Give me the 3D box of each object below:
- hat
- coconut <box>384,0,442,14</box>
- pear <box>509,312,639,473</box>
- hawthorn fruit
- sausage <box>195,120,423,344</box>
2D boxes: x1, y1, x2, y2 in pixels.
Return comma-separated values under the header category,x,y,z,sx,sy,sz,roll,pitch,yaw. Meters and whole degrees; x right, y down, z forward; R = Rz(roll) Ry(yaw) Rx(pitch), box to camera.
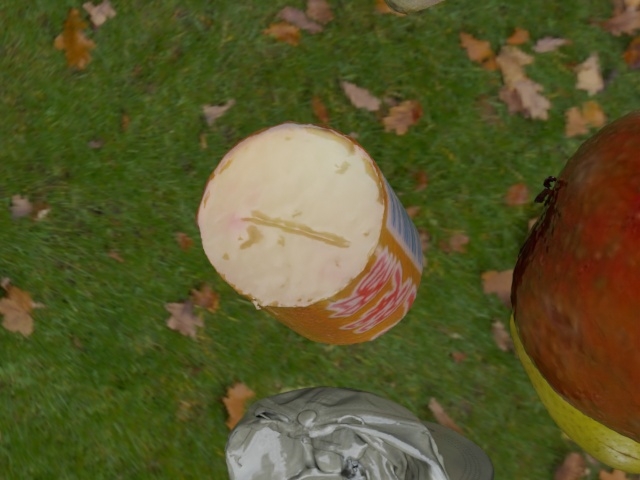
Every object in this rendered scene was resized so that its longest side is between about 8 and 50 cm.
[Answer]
category,x,y,z,sx,sy,sz,roll,pitch,yaw
hat,0.038,0.167,1.008,0.214,0.245,0.149,0,110,20
coconut,0.059,-0.232,0.705,0.170,0.171,0.183,2,107,-20
pear,0.433,0.108,1.343,0.386,0.191,0.340,21,75,-6
hawthorn fruit,0.318,0.053,0.810,0.284,0.369,0.285,-22,131,-28
sausage,0.000,0.000,1.433,0.233,0.287,0.233,-3,76,12
